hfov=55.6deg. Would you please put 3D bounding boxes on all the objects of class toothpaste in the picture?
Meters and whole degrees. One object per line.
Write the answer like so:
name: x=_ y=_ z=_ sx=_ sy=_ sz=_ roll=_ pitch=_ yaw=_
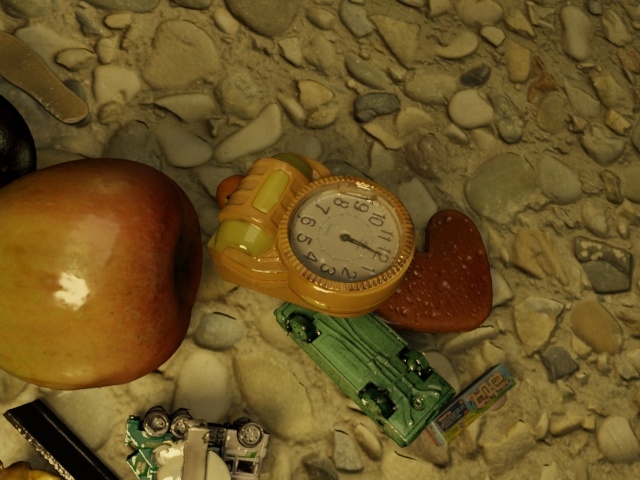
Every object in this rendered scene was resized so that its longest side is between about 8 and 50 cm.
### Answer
toothpaste: x=0.280 y=0.308 z=1.111 sx=0.193 sy=0.044 sz=0.070 roll=-30 pitch=78 yaw=-26

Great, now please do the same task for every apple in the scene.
apple: x=-0.342 y=0.042 z=0.888 sx=0.305 sy=0.338 sz=0.339 roll=2 pitch=65 yaw=5

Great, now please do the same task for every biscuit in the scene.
biscuit: x=0.204 y=0.058 z=1.197 sx=0.277 sy=0.052 sz=0.262 roll=1 pitch=62 yaw=-17

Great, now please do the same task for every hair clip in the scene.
hair clip: x=-0.182 y=0.339 z=0.853 sx=0.116 sy=0.049 sz=0.172 roll=5 pitch=92 yaw=-9

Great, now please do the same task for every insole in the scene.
insole: x=-0.540 y=-0.308 z=1.144 sx=0.248 sy=0.011 sz=0.081 roll=41 pitch=61 yaw=3

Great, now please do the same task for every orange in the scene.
orange: x=-0.154 y=-0.081 z=1.128 sx=0.083 sy=0.083 sz=0.084 roll=7 pitch=65 yaw=-15

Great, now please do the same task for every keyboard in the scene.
keyboard: x=-0.326 y=0.347 z=0.878 sx=0.309 sy=0.101 sz=0.018 roll=43 pitch=87 yaw=3

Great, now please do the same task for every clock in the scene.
clock: x=0.000 y=0.000 z=1.030 sx=0.317 sy=0.200 sz=0.244 roll=21 pitch=63 yaw=13

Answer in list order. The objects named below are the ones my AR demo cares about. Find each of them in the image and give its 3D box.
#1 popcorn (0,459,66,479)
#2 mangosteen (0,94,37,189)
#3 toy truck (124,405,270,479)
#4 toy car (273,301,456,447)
popcorn: x=-0.403 y=0.405 z=0.805 sx=0.163 sy=0.140 sz=0.194 roll=22 pitch=52 yaw=2
mangosteen: x=-0.575 y=-0.133 z=0.903 sx=0.288 sy=0.288 sz=0.288 roll=7 pitch=65 yaw=-15
toy truck: x=-0.192 y=0.323 z=0.926 sx=0.216 sy=0.110 sz=0.116 roll=12 pitch=77 yaw=-13
toy car: x=0.066 y=0.202 z=1.052 sx=0.320 sy=0.097 sz=0.141 roll=41 pitch=60 yaw=21
